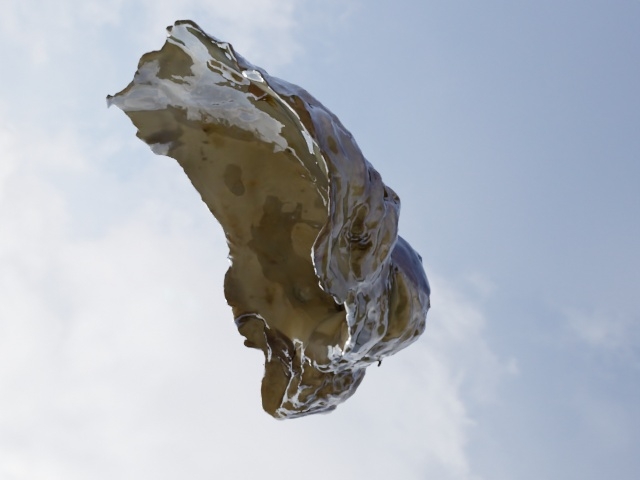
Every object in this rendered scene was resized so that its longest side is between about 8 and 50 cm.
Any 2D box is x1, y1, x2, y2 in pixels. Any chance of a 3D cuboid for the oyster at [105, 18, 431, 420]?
[{"bbox_3d":[-0.006,-0.002,0.416,0.107,0.232,0.161,-29,-132,-15],"label":"oyster"}]
